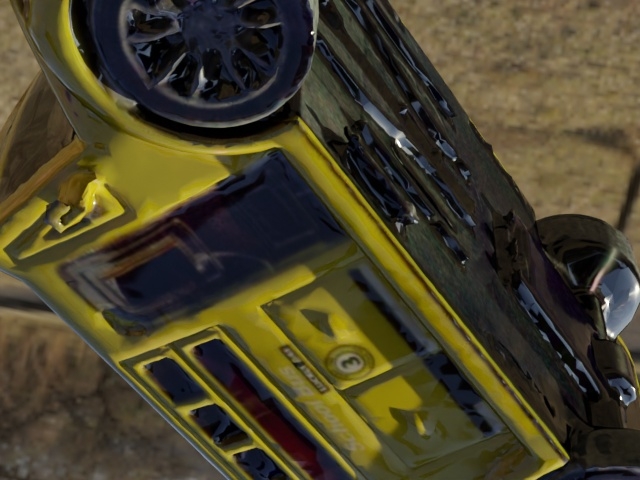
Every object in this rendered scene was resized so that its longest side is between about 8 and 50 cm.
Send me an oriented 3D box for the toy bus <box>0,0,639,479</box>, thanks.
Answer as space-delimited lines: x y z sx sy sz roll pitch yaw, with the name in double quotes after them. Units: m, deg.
0.000 0.000 0.437 0.151 0.145 0.331 -26 123 23 "toy bus"
